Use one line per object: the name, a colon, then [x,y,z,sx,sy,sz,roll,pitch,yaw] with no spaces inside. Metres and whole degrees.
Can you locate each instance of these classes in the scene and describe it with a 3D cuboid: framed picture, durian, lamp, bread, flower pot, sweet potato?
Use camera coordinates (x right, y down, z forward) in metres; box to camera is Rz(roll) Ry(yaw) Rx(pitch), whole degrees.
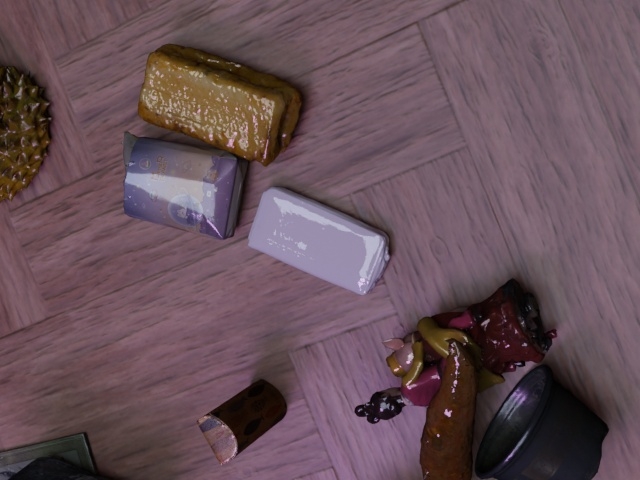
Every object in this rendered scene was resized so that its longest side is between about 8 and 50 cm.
framed picture: [-0.425,0.391,1.581,0.231,0.010,0.173,-17,93,21]
durian: [-0.494,-0.142,1.466,0.249,0.138,0.183,-47,73,13]
lamp: [0.156,0.142,1.295,0.253,0.118,0.118,-29,88,24]
bread: [-0.131,-0.178,1.356,0.211,0.083,0.113,23,110,14]
flower pot: [0.270,0.243,1.252,0.107,0.157,0.157,34,108,0]
sweet potato: [0.151,0.242,1.263,0.066,0.072,0.314,27,138,33]

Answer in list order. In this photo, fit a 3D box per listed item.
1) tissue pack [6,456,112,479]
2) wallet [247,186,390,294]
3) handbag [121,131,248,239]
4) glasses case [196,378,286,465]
tissue pack: [-0.353,0.408,1.387,0.228,0.316,0.103,18,101,8]
wallet: [0.000,0.000,1.365,0.190,0.033,0.095,22,106,16]
handbag: [-0.188,-0.074,1.393,0.173,0.095,0.117,13,97,9]
glasses case: [-0.096,0.230,1.359,0.041,0.170,0.064,-32,86,21]
